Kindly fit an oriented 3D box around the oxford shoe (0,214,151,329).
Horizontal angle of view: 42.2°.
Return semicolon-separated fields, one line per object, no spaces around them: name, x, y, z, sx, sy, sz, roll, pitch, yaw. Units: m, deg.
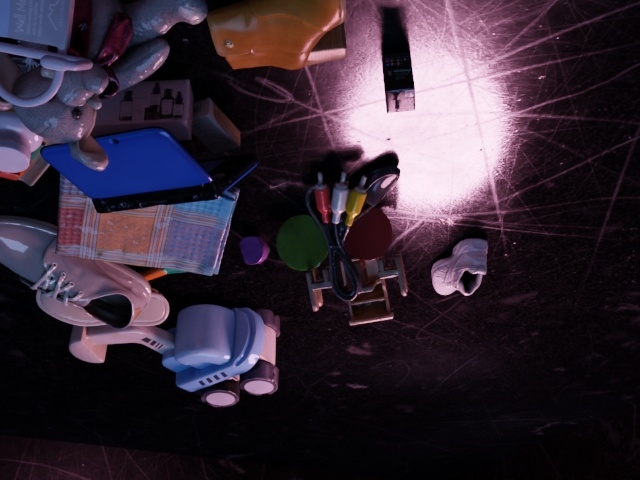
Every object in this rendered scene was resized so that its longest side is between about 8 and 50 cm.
oxford shoe;-0.596;0.078;1.917;0.449;0.130;0.169;31;131;-28

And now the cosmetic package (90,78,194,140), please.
cosmetic package;-0.349;-0.228;1.468;0.239;0.098;0.060;-3;148;1

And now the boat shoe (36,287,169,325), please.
boat shoe;-0.553;0.154;2.112;0.325;0.116;0.097;6;-172;-16

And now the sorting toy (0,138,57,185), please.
sorting toy;-0.625;-0.169;1.606;0.196;0.047;0.348;20;144;-33

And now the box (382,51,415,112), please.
box;0.135;-0.272;1.427;0.052;0.083;0.062;-5;150;4

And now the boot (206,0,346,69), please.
boot;-0.068;-0.353;1.253;0.211;0.104;0.295;-5;155;0

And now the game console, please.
game console;-0.307;-0.155;1.522;0.293;0.250;0.173;-4;115;28

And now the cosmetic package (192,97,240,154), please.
cosmetic package;-0.204;-0.213;1.555;0.060;0.041;0.115;-13;148;20

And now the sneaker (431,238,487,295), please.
sneaker;0.339;0.091;2.039;0.090;0.115;0.232;6;149;-13

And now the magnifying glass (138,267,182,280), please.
magnifying glass;-0.367;0.064;2.052;0.231;0.026;0.092;-21;146;26

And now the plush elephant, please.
plush elephant;-0.372;-0.264;1.243;0.330;0.255;0.272;-27;142;37

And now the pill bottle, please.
pill bottle;-0.517;-0.210;1.401;0.103;0.184;0.103;-1;150;0

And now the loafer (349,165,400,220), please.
loafer;0.113;-0.098;1.751;0.062;0.061;0.170;15;146;-26

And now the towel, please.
towel;-0.381;-0.034;1.805;0.370;0.040;0.271;7;135;-14

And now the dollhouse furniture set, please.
dollhouse furniture set;0.098;0.124;1.929;0.212;0.161;0.242;-10;-178;9

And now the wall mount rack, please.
wall mount rack;-0.435;-0.347;1.050;0.304;0.350;0.130;10;-165;1

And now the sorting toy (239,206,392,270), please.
sorting toy;0.000;0.000;1.913;0.366;0.127;0.126;-9;179;18

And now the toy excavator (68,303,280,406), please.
toy excavator;-0.385;0.275;2.245;0.433;0.222;0.445;-24;137;30

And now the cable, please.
cable;0.026;-0.010;1.753;0.140;0.287;0.072;6;-166;16
